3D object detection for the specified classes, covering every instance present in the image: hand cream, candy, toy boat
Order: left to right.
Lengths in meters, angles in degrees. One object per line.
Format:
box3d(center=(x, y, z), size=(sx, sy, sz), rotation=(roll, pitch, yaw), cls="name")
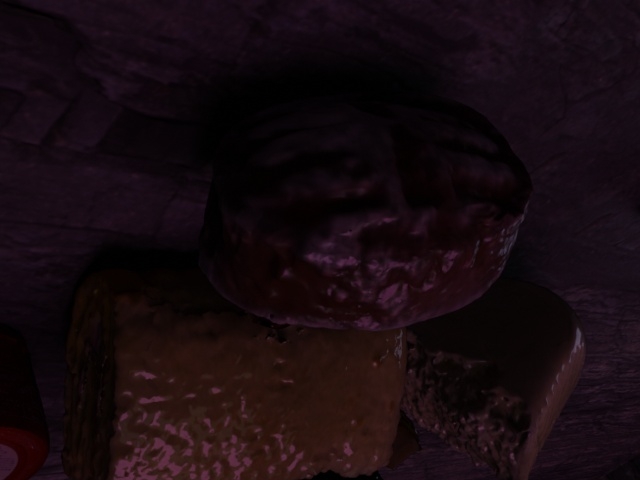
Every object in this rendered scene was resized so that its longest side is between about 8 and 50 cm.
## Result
box3d(center=(-0.369, 0.177, 0.834), size=(0.193, 0.125, 0.193), rotation=(-19, 147, -13), cls="hand cream")
box3d(center=(0.041, -0.034, 0.726), size=(0.289, 0.214, 0.157), rotation=(-12, 141, -23), cls="candy")
box3d(center=(0.080, 0.277, 1.327), size=(0.089, 0.115, 0.310), rotation=(-35, 150, 2), cls="toy boat")

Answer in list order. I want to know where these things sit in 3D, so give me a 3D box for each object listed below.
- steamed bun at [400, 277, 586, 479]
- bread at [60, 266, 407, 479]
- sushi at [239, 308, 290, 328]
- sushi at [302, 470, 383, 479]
box3d(center=(0.212, 0.179, 1.191), size=(0.273, 0.272, 0.290), rotation=(-54, 159, -23), cls="steamed bun")
box3d(center=(-0.074, 0.142, 0.919), size=(0.375, 0.165, 0.237), rotation=(5, 93, -38), cls="bread")
box3d(center=(-0.001, -0.003, 0.856), size=(0.226, 0.097, 0.103), rotation=(-34, 133, -34), cls="sushi")
box3d(center=(-0.039, 0.500, 1.474), size=(0.294, 0.178, 0.352), rotation=(-8, 134, -22), cls="sushi")
